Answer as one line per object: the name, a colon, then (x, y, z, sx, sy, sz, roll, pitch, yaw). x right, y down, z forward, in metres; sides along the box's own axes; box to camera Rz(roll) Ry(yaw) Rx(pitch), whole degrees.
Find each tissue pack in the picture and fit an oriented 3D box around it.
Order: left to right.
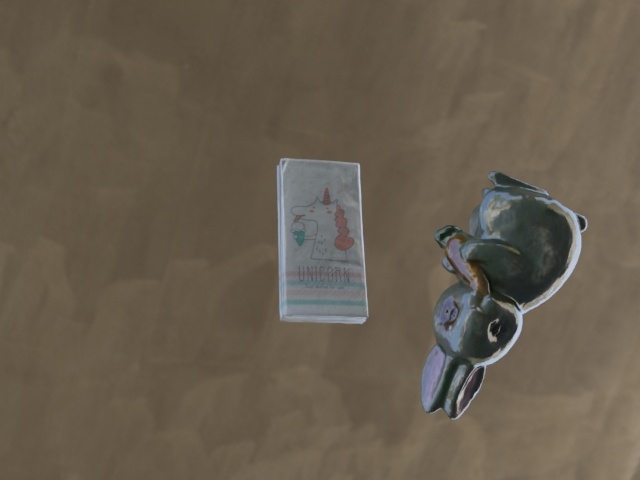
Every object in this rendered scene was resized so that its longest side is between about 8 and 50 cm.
tissue pack: (0.000, 0.000, 0.678, 0.056, 0.023, 0.108, 4, -111, -12)

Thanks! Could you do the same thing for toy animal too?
toy animal: (0.172, 0.062, 1.080, 0.125, 0.127, 0.251, 35, -107, -51)
